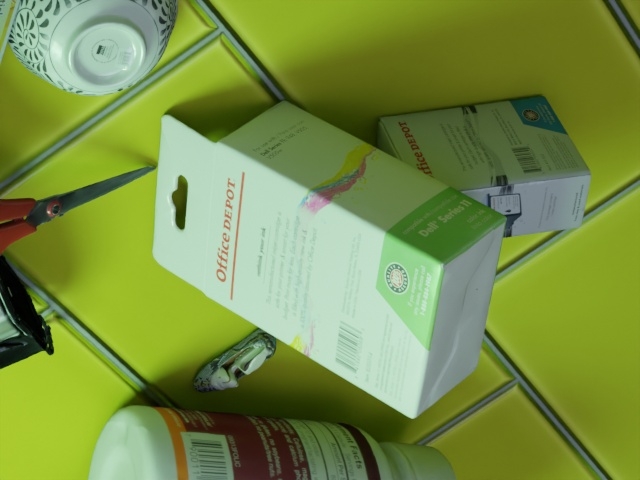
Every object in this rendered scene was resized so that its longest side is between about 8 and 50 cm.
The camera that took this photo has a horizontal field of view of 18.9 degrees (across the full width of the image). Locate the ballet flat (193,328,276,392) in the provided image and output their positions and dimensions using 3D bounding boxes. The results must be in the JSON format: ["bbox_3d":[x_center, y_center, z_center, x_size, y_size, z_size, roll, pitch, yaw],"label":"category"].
[{"bbox_3d":[-0.095,0.142,2.152,0.114,0.041,0.041,-38,131,12],"label":"ballet flat"}]

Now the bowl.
[{"bbox_3d":[-0.209,-0.194,1.808,0.170,0.080,0.170,-10,131,-12],"label":"bowl"}]

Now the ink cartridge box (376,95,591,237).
[{"bbox_3d":[0.167,-0.072,2.007,0.190,0.140,0.082,-9,132,-13],"label":"ink cartridge box"}]

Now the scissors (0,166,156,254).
[{"bbox_3d":[-0.280,-0.019,1.877,0.297,0.021,0.109,-7,110,-48],"label":"scissors"}]

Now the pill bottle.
[{"bbox_3d":[-0.052,0.312,2.185,0.392,0.224,0.224,8,124,-25],"label":"pill bottle"}]

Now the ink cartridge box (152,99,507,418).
[{"bbox_3d":[0.000,0.000,1.943,0.119,0.353,0.207,-35,145,-42],"label":"ink cartridge box"}]

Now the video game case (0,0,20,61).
[{"bbox_3d":[-0.368,-0.177,1.730,0.206,0.026,0.227,-10,131,-48],"label":"video game case"}]

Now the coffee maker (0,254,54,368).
[{"bbox_3d":[-0.380,0.108,1.965,0.178,0.120,0.171,-24,133,1],"label":"coffee maker"}]
